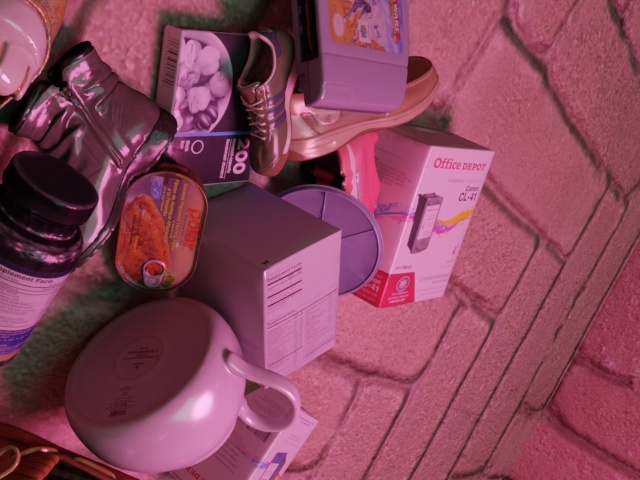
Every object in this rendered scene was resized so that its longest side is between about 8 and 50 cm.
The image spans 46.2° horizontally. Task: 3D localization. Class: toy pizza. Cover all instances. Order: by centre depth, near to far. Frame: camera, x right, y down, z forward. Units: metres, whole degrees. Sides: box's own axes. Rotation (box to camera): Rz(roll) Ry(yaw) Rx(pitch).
[{"bbox_3d":[0.000,0.000,1.175,0.032,0.201,0.201,-67,164,-58],"label":"toy pizza"}]

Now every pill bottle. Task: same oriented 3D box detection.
[{"bbox_3d":[-0.328,0.020,0.787,0.122,0.123,0.219,14,119,-53],"label":"pill bottle"}]

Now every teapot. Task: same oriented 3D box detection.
[{"bbox_3d":[-0.195,0.212,1.004,0.252,0.256,0.187,-39,129,-16],"label":"teapot"}]

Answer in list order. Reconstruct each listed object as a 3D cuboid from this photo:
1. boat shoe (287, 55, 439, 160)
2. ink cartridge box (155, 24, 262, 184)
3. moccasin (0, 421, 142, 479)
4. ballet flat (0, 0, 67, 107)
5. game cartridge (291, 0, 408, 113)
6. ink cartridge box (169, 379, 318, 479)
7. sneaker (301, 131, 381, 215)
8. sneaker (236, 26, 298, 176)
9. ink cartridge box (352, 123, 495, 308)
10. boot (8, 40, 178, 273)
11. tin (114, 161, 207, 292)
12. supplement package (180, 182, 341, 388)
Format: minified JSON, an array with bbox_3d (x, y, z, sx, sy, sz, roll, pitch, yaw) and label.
[{"bbox_3d":[0.061,-0.228,1.126,0.341,0.121,0.110,-32,131,-36],"label":"boat shoe"},{"bbox_3d":[-0.127,-0.177,1.005,0.208,0.045,0.206,-13,122,-47],"label":"ink cartridge box"},{"bbox_3d":[-0.341,0.299,0.858,0.380,0.147,0.139,27,71,-11],"label":"moccasin"},{"bbox_3d":[-0.349,-0.143,0.705,0.348,0.123,0.123,-48,142,-16],"label":"ballet flat"},{"bbox_3d":[0.042,-0.323,1.003,0.198,0.062,0.297,-7,93,-44],"label":"game cartridge"},{"bbox_3d":[-0.131,0.338,1.251,0.212,0.154,0.093,-55,145,-9],"label":"ink cartridge box"},{"bbox_3d":[0.055,-0.049,1.248,0.136,0.116,0.314,-31,134,-36],"label":"sneaker"},{"bbox_3d":[-0.079,-0.181,0.968,0.086,0.064,0.192,1,104,-52],"label":"sneaker"},{"bbox_3d":[0.168,-0.045,1.371,0.226,0.131,0.306,-4,118,-48],"label":"ink cartridge box"},{"bbox_3d":[-0.291,-0.093,0.858,0.161,0.083,0.247,36,85,-41],"label":"boot"},{"bbox_3d":[-0.206,-0.015,0.972,0.106,0.040,0.190,10,123,-13],"label":"tin"},{"bbox_3d":[-0.089,0.059,1.080,0.149,0.194,0.203,-27,133,-38],"label":"supplement package"}]
